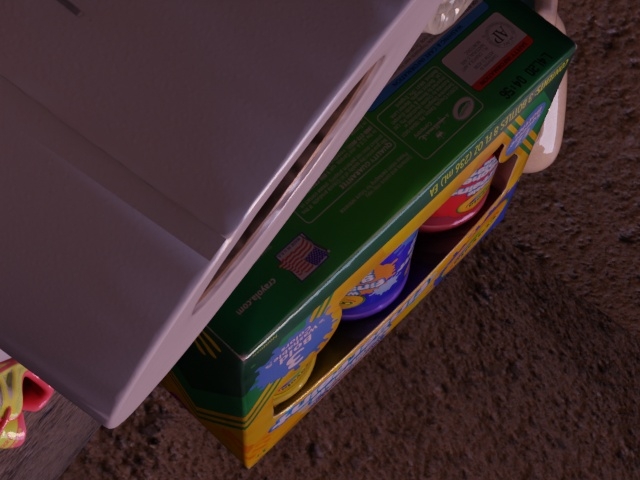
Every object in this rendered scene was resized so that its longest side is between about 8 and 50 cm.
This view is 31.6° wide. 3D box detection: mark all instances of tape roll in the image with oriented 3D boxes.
[{"bbox_3d":[-0.077,-0.071,0.461,0.246,0.169,0.246,-53,179,-2],"label":"tape roll"}]

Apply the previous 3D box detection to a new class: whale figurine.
[{"bbox_3d":[0.217,-0.198,1.315,0.272,0.141,0.216,77,21,-57],"label":"whale figurine"}]

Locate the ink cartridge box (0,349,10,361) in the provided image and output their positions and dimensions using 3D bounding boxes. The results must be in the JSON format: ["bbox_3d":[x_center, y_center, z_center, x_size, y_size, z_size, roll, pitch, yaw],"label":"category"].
[{"bbox_3d":[-0.150,-0.028,0.705,0.109,0.062,0.209,-21,148,-57],"label":"ink cartridge box"}]

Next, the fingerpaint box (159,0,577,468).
[{"bbox_3d":[0.030,-0.011,1.159,0.445,0.163,0.371,-42,164,-20],"label":"fingerpaint box"}]

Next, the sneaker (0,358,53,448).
[{"bbox_3d":[-0.268,0.129,0.848,0.081,0.094,0.208,-52,179,27],"label":"sneaker"}]

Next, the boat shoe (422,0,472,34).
[{"bbox_3d":[0.131,-0.357,0.744,0.500,0.156,0.187,-56,166,-17],"label":"boat shoe"}]
